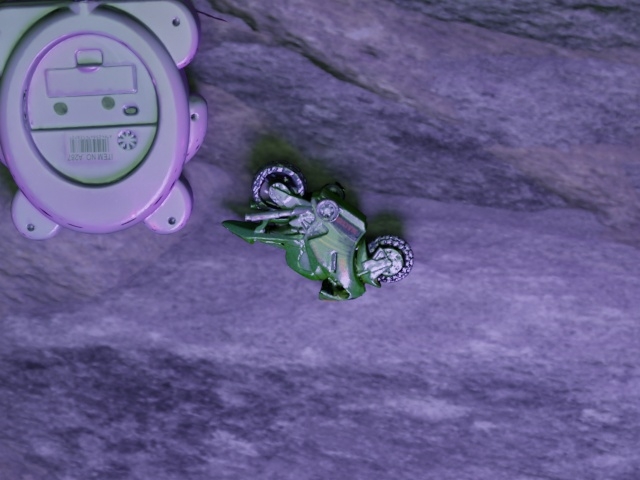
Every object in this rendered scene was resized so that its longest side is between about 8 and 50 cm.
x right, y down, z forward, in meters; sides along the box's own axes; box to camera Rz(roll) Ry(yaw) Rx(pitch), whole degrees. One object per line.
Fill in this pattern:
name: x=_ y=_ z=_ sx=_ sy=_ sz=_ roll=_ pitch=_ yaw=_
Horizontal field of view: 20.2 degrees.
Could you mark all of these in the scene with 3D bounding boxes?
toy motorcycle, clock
toy motorcycle: x=0.000 y=0.000 z=1.859 sx=0.190 sy=0.074 sz=0.106 roll=34 pitch=106 yaw=-5
clock: x=-0.228 y=-0.127 z=1.828 sx=0.227 sy=0.090 sz=0.248 roll=-3 pitch=101 yaw=1
